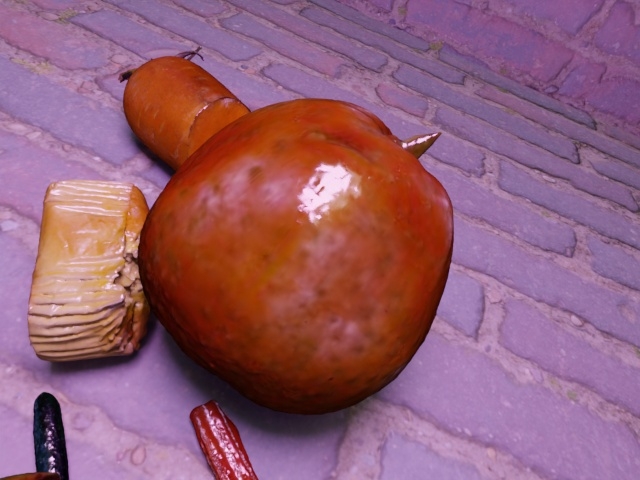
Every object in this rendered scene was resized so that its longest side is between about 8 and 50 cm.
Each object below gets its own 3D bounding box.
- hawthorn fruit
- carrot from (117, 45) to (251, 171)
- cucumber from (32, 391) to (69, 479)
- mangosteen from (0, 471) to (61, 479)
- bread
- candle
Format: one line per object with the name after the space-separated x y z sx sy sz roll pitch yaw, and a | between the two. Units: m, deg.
0.000 0.000 0.553 0.404 0.402 0.402 11 46 -12 | hawthorn fruit
-0.274 -0.256 0.832 0.331 0.214 0.193 39 46 20 | carrot
-0.309 0.232 0.482 0.032 0.032 0.133 -9 52 -29 | cucumber
-0.233 0.328 0.259 0.312 0.311 0.310 11 46 -12 | mangosteen
-0.298 0.033 0.571 0.133 0.178 0.249 3 48 -24 | bread
-0.064 0.328 0.475 0.051 0.048 0.329 -23 59 -26 | candle
